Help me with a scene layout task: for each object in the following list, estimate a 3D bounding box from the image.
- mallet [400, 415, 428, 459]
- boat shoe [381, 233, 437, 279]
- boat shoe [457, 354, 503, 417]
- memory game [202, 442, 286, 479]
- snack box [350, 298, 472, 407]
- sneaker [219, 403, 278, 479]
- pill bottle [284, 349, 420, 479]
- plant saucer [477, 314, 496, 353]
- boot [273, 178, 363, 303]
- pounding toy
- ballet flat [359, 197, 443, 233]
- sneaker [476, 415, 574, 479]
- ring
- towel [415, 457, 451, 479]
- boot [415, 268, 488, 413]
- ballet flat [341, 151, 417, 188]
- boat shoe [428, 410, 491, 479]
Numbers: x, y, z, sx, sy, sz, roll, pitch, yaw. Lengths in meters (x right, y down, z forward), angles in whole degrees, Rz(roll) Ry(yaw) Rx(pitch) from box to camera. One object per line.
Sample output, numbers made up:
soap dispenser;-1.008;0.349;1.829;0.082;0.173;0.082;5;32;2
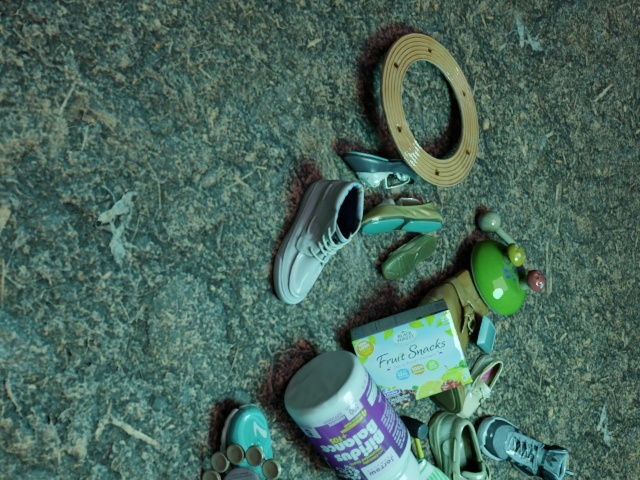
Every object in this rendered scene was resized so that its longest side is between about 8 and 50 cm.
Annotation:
mallet;0.225;0.471;1.720;0.039;0.062;0.189;-33;112;-34
boat shoe;0.184;0.032;1.691;0.153;0.048;0.056;-36;125;-24
boat shoe;0.372;0.342;1.833;0.063;0.059;0.170;46;65;-30
memory game;-0.131;0.447;1.378;0.012;0.186;0.186;-6;96;-64
snack box;0.184;0.236;1.609;0.207;0.070;0.174;-18;107;3
sneaker;-0.107;0.430;1.429;0.107;0.110;0.275;-16;101;-37
pill bottle;0.072;0.373;1.530;0.169;0.169;0.301;-47;118;-27
plant saucer;0.384;0.219;1.801;0.192;0.018;0.067;41;63;-68
boot;0.000;0.000;1.488;0.095;0.123;0.258;25;76;-36
pounding toy;0.444;0.049;1.802;0.183;0.110;0.237;34;48;-32
ballet flat;0.161;-0.054;1.659;0.232;0.080;0.073;1;63;-41
sneaker;0.499;0.504;1.878;0.268;0.153;0.101;35;70;-33
ring;0.234;-0.279;1.686;0.337;0.032;0.336;11;74;-44
towel;0.223;0.632;1.697;0.248;0.038;0.325;-46;119;-7
boot;0.303;0.224;1.762;0.220;0.109;0.283;-38;111;-38
ballet flat;0.127;-0.143;1.620;0.203;0.074;0.074;1;91;-40
boat shoe;0.330;0.534;1.781;0.109;0.098;0.302;-24;106;-35
